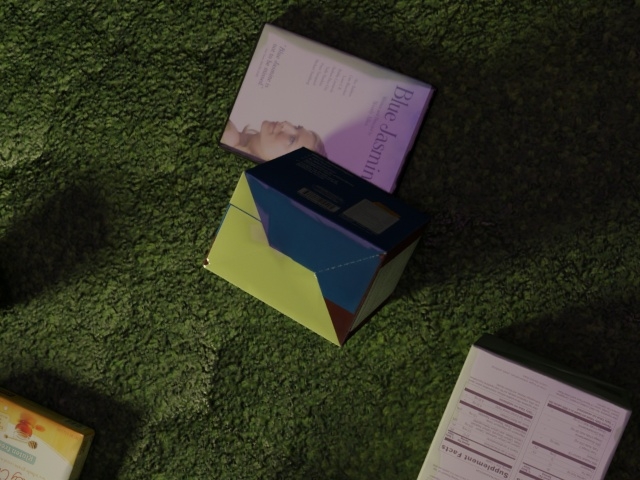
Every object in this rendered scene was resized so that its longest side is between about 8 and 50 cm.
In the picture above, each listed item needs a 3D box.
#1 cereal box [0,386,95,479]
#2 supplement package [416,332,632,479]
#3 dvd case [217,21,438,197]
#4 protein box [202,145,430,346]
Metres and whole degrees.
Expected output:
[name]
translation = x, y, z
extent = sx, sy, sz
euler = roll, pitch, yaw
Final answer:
[cereal box]
translation = -0.432, 0.342, 1.750
extent = 0.173, 0.047, 0.240
euler = 21, 94, 12
[supplement package]
translation = 0.233, 0.274, 1.520
extent = 0.198, 0.199, 0.263
euler = 22, 95, 11
[dvd case]
translation = 0.007, -0.162, 1.664
extent = 0.253, 0.022, 0.180
euler = 22, 95, 12
[protein box]
translation = 0.000, 0.000, 1.560
extent = 0.199, 0.201, 0.136
euler = 30, 110, 11
